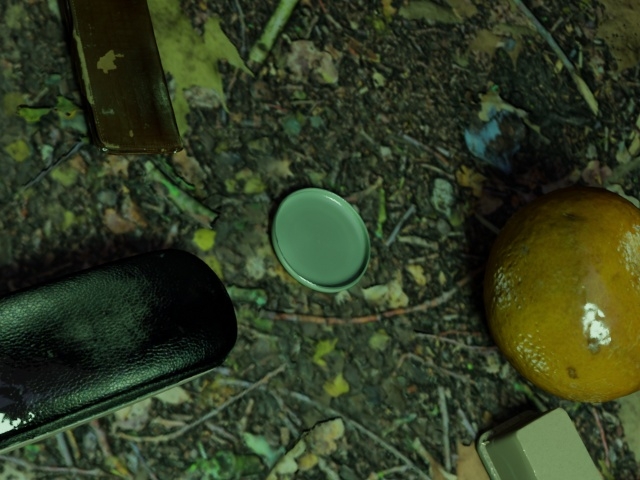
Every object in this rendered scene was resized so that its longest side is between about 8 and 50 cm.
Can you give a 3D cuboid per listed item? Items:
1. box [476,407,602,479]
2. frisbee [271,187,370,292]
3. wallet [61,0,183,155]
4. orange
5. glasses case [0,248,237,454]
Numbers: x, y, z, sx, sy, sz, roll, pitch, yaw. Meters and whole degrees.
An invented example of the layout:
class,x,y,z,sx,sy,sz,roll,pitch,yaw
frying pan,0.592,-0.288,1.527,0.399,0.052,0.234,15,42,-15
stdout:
class,x,y,z,sx,sy,sz,roll,pitch,yaw
box,0.221,0.226,1.464,0.089,0.062,0.122,-22,80,-36
frisbee,0.000,0.000,1.466,0.110,0.014,0.110,12,62,-25
wallet,-0.190,-0.164,1.421,0.095,0.026,0.176,-3,71,-38
orange,0.263,0.056,1.501,0.224,0.170,0.224,26,51,-38
glasses case,-0.205,0.091,1.262,0.314,0.075,0.122,-19,73,-39
